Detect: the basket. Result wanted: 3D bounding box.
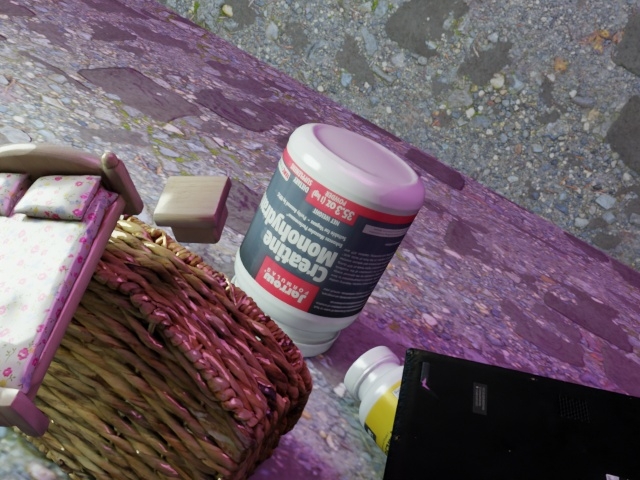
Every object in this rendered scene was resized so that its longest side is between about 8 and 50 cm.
[{"bbox_3d":[-0.151,0.085,0.610,0.299,0.213,0.223,33,25,12],"label":"basket"}]

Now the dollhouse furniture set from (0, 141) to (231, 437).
[{"bbox_3d":[-0.266,0.027,0.365,0.355,0.174,0.303,0,49,10],"label":"dollhouse furniture set"}]

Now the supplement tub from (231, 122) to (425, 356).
[{"bbox_3d":[0.000,0.000,0.867,0.191,0.272,0.191,22,24,-11],"label":"supplement tub"}]

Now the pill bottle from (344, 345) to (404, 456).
[{"bbox_3d":[0.111,0.214,0.762,0.103,0.103,0.184,1,34,-45],"label":"pill bottle"}]

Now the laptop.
[{"bbox_3d":[0.236,0.342,0.563,0.407,0.236,0.382,12,32,8],"label":"laptop"}]
